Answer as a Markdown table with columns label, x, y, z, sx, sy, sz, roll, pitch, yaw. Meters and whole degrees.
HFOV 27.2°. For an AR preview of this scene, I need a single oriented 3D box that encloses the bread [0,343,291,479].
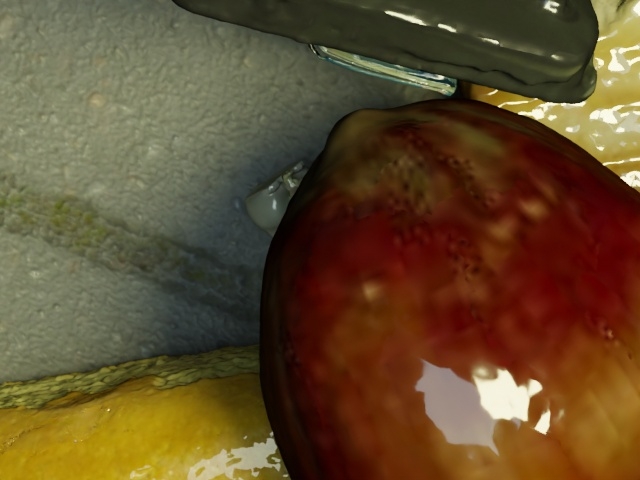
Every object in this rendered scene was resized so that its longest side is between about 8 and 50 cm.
| label | x | y | z | sx | sy | sz | roll | pitch | yaw |
| --- | --- | --- | --- | --- | --- | --- | --- | --- | --- |
| bread | -0.194 | 0.205 | 1.192 | 0.375 | 0.236 | 0.165 | -11 | 101 | 2 |

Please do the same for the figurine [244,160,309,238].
| label | x | y | z | sx | sy | sz | roll | pitch | yaw |
| --- | --- | --- | --- | --- | --- | --- | --- | --- | --- |
| figurine | -0.007 | 0.005 | 1.227 | 0.081 | 0.098 | 0.146 | -35 | 96 | -7 |

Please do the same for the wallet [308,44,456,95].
| label | x | y | z | sx | sy | sz | roll | pitch | yaw |
| --- | --- | --- | --- | --- | --- | --- | --- | --- | --- |
| wallet | 0.061 | -0.180 | 1.141 | 0.141 | 0.202 | 0.059 | 14 | 107 | -3 |

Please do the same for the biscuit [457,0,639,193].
| label | x | y | z | sx | sy | sz | roll | pitch | yaw |
| --- | --- | --- | --- | --- | --- | --- | --- | --- | --- |
| biscuit | 0.270 | -0.140 | 1.200 | 0.274 | 0.091 | 0.213 | -21 | 107 | 6 |

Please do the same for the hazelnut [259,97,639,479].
| label | x | y | z | sx | sy | sz | roll | pitch | yaw |
| --- | --- | --- | --- | --- | --- | --- | --- | --- | --- |
| hazelnut | 0.122 | 0.081 | 1.048 | 0.352 | 0.421 | 0.421 | -6 | 101 | 35 |

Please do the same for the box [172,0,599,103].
| label | x | y | z | sx | sy | sz | roll | pitch | yaw |
| --- | --- | --- | --- | --- | --- | --- | --- | --- | --- |
| box | 0.043 | -0.256 | 1.046 | 0.359 | 0.350 | 0.091 | 12 | 130 | -12 |
